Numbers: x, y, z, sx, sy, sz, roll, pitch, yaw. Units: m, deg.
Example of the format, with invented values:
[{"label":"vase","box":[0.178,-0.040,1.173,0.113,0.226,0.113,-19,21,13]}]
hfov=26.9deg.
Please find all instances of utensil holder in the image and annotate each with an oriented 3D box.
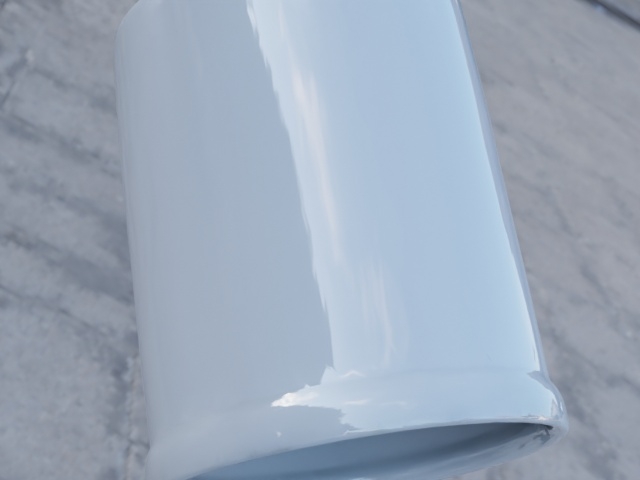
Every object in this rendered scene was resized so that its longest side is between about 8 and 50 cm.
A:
[{"label":"utensil holder","box":[0.000,0.000,1.095,0.328,0.328,0.385,11,62,-47]}]
